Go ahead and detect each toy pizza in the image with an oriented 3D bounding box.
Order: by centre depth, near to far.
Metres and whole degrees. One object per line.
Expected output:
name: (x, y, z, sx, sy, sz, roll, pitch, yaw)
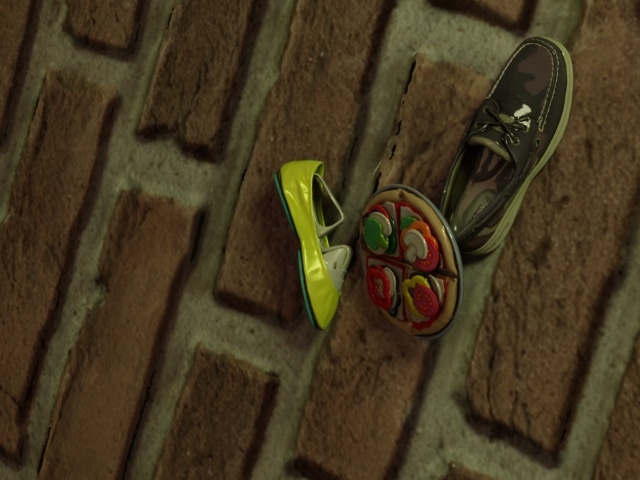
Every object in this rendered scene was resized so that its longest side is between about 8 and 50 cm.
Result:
toy pizza: (0.104, 0.030, 1.669, 0.201, 0.032, 0.201, 29, 127, 48)

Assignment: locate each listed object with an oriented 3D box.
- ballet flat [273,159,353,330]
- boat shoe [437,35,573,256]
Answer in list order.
ballet flat: (0.000, 0.000, 1.763, 0.077, 0.077, 0.231, -16, 77, 10)
boat shoe: (0.220, -0.114, 1.631, 0.103, 0.092, 0.285, 29, 102, 25)
